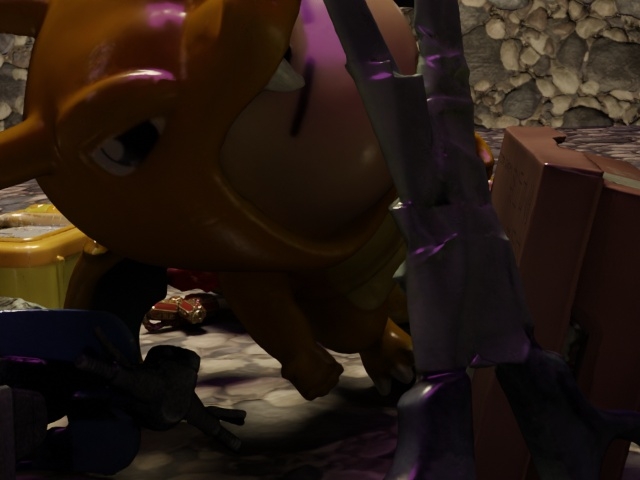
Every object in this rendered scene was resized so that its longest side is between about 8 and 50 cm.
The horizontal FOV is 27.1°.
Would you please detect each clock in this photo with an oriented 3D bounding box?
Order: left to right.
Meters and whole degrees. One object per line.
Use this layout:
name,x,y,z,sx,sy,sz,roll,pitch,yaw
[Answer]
clock,-0.288,0.023,1.332,0.143,0.096,0.202,5,13,18

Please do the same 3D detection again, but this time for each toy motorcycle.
toy motorcycle,-0.197,0.108,0.791,0.213,0.125,0.358,1,5,20

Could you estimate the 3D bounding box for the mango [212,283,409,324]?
mango,-0.001,-0.005,1.240,0.329,0.176,0.175,7,55,25

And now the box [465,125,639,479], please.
box,0.136,0.048,0.788,0.086,0.215,0.215,12,10,-1

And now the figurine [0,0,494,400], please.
figurine,-0.057,-0.039,0.908,0.387,0.401,0.268,34,15,-49

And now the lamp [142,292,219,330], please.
lamp,-0.128,0.065,1.251,0.063,0.031,0.083,2,8,14

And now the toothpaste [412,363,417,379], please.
toothpaste,0.129,0.100,1.004,0.197,0.034,0.057,3,-3,33

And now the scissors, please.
scissors,0.059,0.011,0.606,0.256,0.383,0.029,-13,-1,-37

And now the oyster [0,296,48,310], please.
oyster,-0.267,0.085,1.099,0.177,0.064,0.125,-2,15,9
